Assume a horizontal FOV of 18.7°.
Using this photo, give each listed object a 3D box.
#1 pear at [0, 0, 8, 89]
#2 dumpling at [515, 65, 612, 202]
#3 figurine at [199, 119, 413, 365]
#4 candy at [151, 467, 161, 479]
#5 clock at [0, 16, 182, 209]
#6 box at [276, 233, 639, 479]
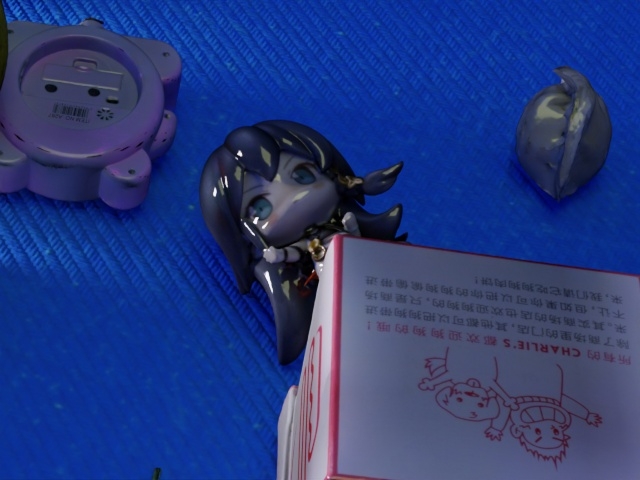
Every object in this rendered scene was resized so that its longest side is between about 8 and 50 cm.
[{"bbox_3d":[-0.478,-0.206,2.072,0.304,0.304,0.304,7,43,-6],"label":"pear"},{"bbox_3d":[0.287,-0.136,2.285,0.118,0.136,0.199,2,33,-1],"label":"dumpling"},{"bbox_3d":[-0.015,-0.004,2.032,0.175,0.197,0.265,-17,70,-29],"label":"figurine"},{"bbox_3d":[-0.170,0.275,1.816,0.055,0.049,0.185,18,34,-4],"label":"candy"},{"bbox_3d":[-0.275,-0.143,2.192,0.227,0.090,0.248,8,45,-4],"label":"clock"},{"bbox_3d":[0.128,0.213,1.751,0.314,0.300,0.312,7,42,-5],"label":"box"}]
